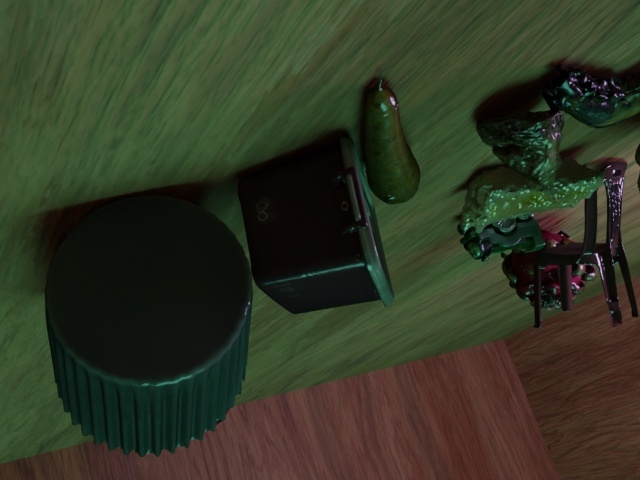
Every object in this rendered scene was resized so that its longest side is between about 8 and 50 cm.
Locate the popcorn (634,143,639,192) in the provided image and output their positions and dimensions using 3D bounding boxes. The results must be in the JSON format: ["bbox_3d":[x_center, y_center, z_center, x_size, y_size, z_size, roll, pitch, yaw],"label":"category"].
[{"bbox_3d":[0.638,-0.128,1.205,0.335,0.274,0.279,-39,-170,-25],"label":"popcorn"}]

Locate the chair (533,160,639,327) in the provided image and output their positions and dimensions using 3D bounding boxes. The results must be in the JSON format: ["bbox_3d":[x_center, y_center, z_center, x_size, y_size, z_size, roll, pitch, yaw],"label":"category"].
[{"bbox_3d":[0.541,0.008,1.579,0.183,0.327,0.175,-2,-173,43],"label":"chair"}]

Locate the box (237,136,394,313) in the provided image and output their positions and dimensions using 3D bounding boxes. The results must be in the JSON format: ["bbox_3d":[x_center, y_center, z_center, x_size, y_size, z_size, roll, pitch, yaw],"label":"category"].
[{"bbox_3d":[0.000,0.000,1.080,0.167,0.193,0.294,-15,163,6],"label":"box"}]

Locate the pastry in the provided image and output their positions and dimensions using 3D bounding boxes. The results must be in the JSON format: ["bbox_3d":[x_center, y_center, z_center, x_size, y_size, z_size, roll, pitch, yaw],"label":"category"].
[{"bbox_3d":[0.374,-0.090,1.354,0.258,0.089,0.121,-15,159,-16],"label":"pastry"}]

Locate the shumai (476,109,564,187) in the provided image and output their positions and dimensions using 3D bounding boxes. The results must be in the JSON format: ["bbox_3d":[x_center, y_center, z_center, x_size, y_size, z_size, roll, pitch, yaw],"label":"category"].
[{"bbox_3d":[0.279,-0.136,1.062,0.123,0.105,0.139,0,154,5],"label":"shumai"}]

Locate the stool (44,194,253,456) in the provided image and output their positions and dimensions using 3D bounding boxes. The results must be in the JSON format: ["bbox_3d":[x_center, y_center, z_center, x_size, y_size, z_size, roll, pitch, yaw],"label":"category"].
[{"bbox_3d":[-0.234,0.122,1.053,0.297,0.297,0.330,-13,159,-17],"label":"stool"}]

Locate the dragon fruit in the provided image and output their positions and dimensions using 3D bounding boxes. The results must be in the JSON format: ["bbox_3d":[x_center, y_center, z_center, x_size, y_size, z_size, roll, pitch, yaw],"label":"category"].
[{"bbox_3d":[0.552,0.069,1.838,0.218,0.198,0.272,-9,170,34],"label":"dragon fruit"}]

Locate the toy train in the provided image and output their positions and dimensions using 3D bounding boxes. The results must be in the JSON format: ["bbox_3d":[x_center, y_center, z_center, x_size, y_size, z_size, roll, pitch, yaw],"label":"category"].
[{"bbox_3d":[0.363,-0.016,1.549,0.178,0.105,0.071,-11,165,-22],"label":"toy train"}]

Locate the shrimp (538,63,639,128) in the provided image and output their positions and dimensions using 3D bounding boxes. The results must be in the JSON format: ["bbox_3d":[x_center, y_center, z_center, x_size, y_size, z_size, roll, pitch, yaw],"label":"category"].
[{"bbox_3d":[0.434,-0.227,1.051,0.290,0.054,0.222,-3,157,-42],"label":"shrimp"}]

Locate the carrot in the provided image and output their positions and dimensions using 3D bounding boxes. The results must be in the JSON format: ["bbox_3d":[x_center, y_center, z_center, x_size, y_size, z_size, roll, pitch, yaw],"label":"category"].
[{"bbox_3d":[0.084,-0.129,0.985,0.078,0.078,0.298,-20,157,3],"label":"carrot"}]
